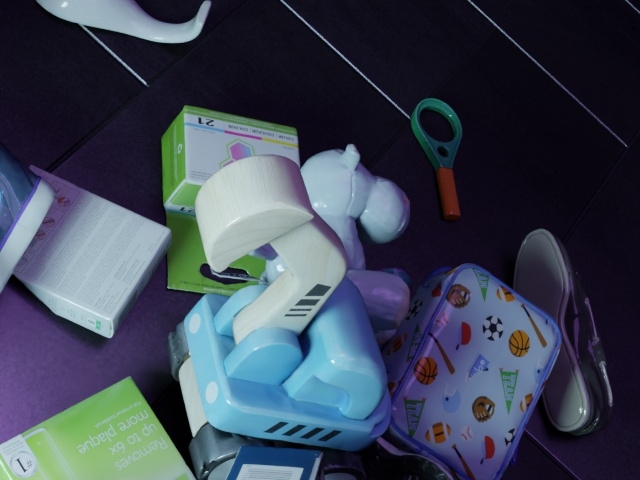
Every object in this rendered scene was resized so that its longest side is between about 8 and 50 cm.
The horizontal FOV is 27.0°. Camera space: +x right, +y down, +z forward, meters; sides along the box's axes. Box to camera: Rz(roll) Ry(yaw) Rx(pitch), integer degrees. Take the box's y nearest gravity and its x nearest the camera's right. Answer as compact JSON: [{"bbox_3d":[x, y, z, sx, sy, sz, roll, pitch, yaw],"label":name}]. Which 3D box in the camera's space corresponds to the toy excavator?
[{"bbox_3d":[-0.038,0.101,1.625,0.433,0.445,0.222,16,40,-35],"label":"toy excavator"}]

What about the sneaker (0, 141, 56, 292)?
[{"bbox_3d":[-0.499,-0.011,1.668,0.236,0.130,0.322,35,57,-15],"label":"sneaker"}]

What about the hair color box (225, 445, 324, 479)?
[{"bbox_3d":[-0.051,0.429,1.531,0.105,0.347,0.174,2,24,11],"label":"hair color box"}]

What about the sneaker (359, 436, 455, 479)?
[{"bbox_3d":[0.127,0.331,1.782,0.108,0.271,0.100,25,91,-36],"label":"sneaker"}]

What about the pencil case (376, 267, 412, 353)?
[{"bbox_3d":[0.087,0.113,1.989,0.070,0.064,0.151,38,50,-21],"label":"pencil case"}]

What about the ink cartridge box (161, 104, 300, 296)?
[{"bbox_3d":[-0.126,-0.051,1.945,0.189,0.097,0.255,9,58,-26],"label":"ink cartridge box"}]

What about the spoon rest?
[{"bbox_3d":[-0.311,-0.367,2.050,0.276,0.084,0.137,19,53,-3],"label":"spoon rest"}]

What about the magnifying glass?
[{"bbox_3d":[0.204,-0.139,2.229,0.092,0.026,0.230,8,60,-26],"label":"magnifying glass"}]

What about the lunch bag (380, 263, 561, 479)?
[{"bbox_3d":[0.208,0.203,1.930,0.243,0.115,0.303,36,71,-19],"label":"lunch bag"}]

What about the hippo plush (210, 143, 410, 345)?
[{"bbox_3d":[0.000,0.000,1.883,0.294,0.234,0.236,24,62,-21],"label":"hippo plush"}]

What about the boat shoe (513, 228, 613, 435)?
[{"bbox_3d":[0.388,0.148,2.123,0.096,0.112,0.335,13,61,-44],"label":"boat shoe"}]

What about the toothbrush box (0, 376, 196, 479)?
[{"bbox_3d":[-0.257,0.343,1.625,0.206,0.122,0.283,-26,79,-37],"label":"toothbrush box"}]

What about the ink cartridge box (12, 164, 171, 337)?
[{"bbox_3d":[-0.342,0.013,1.828,0.225,0.056,0.181,23,52,7],"label":"ink cartridge box"}]
